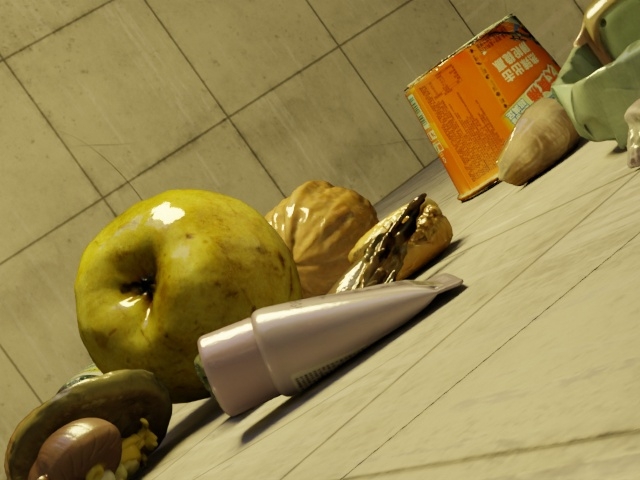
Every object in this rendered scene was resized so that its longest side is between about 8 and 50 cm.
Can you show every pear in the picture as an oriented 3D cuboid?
[{"bbox_3d":[-0.173,0.076,1.669,0.304,0.304,0.304,-35,2,2],"label":"pear"}]

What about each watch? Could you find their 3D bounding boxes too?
[{"bbox_3d":[0.384,-0.219,1.366,0.253,0.162,0.241,-35,9,25],"label":"watch"}]

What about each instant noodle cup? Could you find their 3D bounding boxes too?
[{"bbox_3d":[0.291,-0.231,2.022,0.296,0.214,0.296,-35,2,2],"label":"instant noodle cup"}]

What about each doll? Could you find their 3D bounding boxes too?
[{"bbox_3d":[-0.266,0.265,1.437,0.188,0.096,0.145,-27,-30,-38],"label":"doll"}]

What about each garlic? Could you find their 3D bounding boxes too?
[{"bbox_3d":[0.315,-0.150,1.690,0.101,0.087,0.195,-49,-4,37],"label":"garlic"}]

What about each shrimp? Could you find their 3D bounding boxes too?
[{"bbox_3d":[0.067,0.054,1.394,0.262,0.066,0.117,-50,21,-13],"label":"shrimp"}]

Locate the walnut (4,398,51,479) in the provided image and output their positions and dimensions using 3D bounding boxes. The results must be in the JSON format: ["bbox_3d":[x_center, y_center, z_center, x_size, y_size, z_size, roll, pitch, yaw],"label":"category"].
[{"bbox_3d":[-0.371,0.301,1.762,0.238,0.141,0.204,-38,7,-1],"label":"walnut"}]

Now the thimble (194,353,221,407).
[{"bbox_3d":[-0.103,0.157,1.414,0.062,0.084,0.110,-36,0,-16],"label":"thimble"}]

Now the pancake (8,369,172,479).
[{"bbox_3d":[-0.283,0.256,1.529,0.242,0.050,0.242,-26,-32,-18],"label":"pancake"}]

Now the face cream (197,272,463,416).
[{"bbox_3d":[0.014,0.091,1.246,0.274,0.096,0.154,-22,-1,-1],"label":"face cream"}]

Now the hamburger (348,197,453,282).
[{"bbox_3d":[0.106,0.004,1.571,0.138,0.083,0.147,-39,1,-3],"label":"hamburger"}]

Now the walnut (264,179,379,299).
[{"bbox_3d":[0.000,0.000,1.930,0.213,0.213,0.213,-35,2,2],"label":"walnut"}]

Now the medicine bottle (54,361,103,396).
[{"bbox_3d":[-0.380,0.288,2.082,0.141,0.141,0.293,-35,3,8],"label":"medicine bottle"}]

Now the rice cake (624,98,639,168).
[{"bbox_3d":[0.435,-0.194,1.159,0.365,0.056,0.072,-35,0,-5],"label":"rice cake"}]
